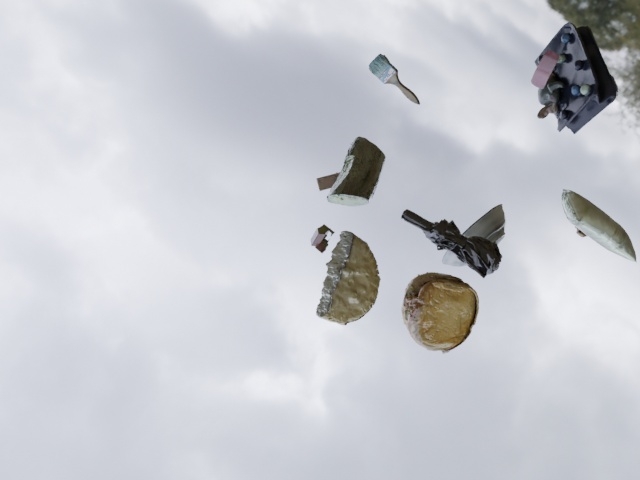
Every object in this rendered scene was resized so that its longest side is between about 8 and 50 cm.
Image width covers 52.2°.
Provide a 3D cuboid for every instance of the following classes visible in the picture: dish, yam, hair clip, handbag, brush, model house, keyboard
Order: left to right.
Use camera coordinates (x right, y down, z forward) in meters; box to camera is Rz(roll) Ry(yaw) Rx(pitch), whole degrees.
[{"bbox_3d":[0.000,0.000,2.023,0.057,0.083,0.058,39,-141,7],"label":"model house"},{"bbox_3d":[0.069,-0.235,2.489,0.166,0.055,0.017,-15,-176,-4],"label":"keyboard"},{"bbox_3d":[0.135,-0.228,2.302,0.154,0.154,0.254,28,-108,-6],"label":"yam"},{"bbox_3d":[0.231,-0.478,1.973,0.196,0.070,0.021,41,-139,-11],"label":"brush"},{"bbox_3d":[0.600,0.007,2.440,0.106,0.316,0.316,46,-144,18],"label":"dish"},{"bbox_3d":[0.768,-0.583,2.242,0.054,0.137,0.022,37,-133,18],"label":"hair clip"},{"bbox_3d":[0.854,-0.553,2.263,0.119,0.269,0.325,2,-119,-20],"label":"handbag"}]

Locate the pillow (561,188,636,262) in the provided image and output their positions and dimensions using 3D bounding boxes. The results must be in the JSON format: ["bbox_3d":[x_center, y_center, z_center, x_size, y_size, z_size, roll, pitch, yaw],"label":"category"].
[{"bbox_3d":[0.754,-0.036,1.771,0.254,0.078,0.144,30,-155,-24],"label":"pillow"}]

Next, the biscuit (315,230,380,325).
[{"bbox_3d":[0.101,0.121,1.970,0.179,0.084,0.281,22,-107,-24],"label":"biscuit"}]

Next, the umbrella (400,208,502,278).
[{"bbox_3d":[0.404,-0.003,2.032,0.340,0.118,0.118,28,-147,4],"label":"umbrella"}]

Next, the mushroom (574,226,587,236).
[{"bbox_3d":[0.897,-0.036,2.181,0.061,0.060,0.187,27,-172,2],"label":"mushroom"}]

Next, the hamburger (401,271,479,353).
[{"bbox_3d":[0.380,0.227,2.055,0.286,0.243,0.146,56,-179,-20],"label":"hamburger"}]
